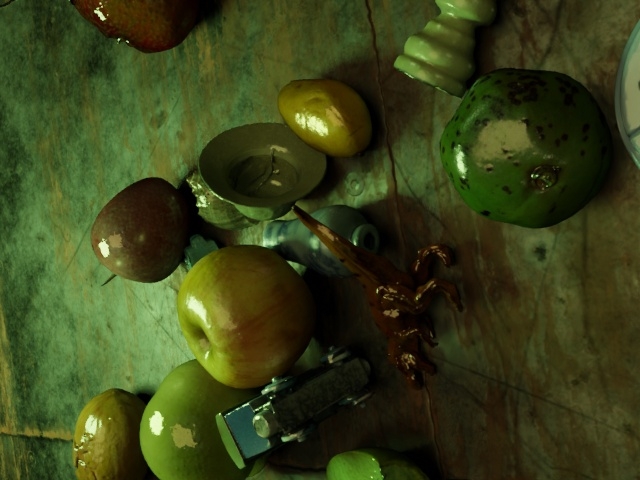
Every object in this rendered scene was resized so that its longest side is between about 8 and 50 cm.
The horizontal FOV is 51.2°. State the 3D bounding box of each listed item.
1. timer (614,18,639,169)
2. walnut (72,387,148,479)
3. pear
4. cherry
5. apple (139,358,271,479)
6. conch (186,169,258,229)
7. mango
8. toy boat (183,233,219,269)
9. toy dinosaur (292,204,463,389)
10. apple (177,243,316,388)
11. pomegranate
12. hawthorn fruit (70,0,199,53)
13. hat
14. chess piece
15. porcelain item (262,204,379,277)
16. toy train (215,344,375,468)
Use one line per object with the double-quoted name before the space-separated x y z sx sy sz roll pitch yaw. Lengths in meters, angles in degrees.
"timer" 0.572 -0.214 0.847 0.395 0.173 0.394 5 98 36
"walnut" -0.531 0.530 1.705 0.203 0.203 0.297 -2 86 36
"pear" 0.115 0.516 1.280 0.239 0.139 0.287 -11 92 51
"cherry" -0.415 -0.006 1.547 0.213 0.236 0.285 34 82 -10
"apple" -0.231 0.396 1.421 0.254 0.292 0.291 14 103 22
"conch" -0.210 -0.094 1.491 0.207 0.130 0.155 20 142 11
"mango" 0.005 -0.247 1.298 0.227 0.109 0.147 34 137 28
"toy boat" -0.245 0.092 1.539 0.215 0.088 0.102 58 157 17
"toy dinosaur" 0.142 0.073 1.196 0.208 0.097 0.432 -24 106 15
"apple" -0.143 0.144 1.309 0.286 0.233 0.286 36 143 34
"pomegranate" 0.307 -0.144 1.017 0.254 0.270 0.254 -1 111 -1
"hawthorn fruit" -0.381 -0.598 1.466 0.285 0.285 0.368 21 84 33
"hat" -0.116 -0.115 1.365 0.257 0.257 0.130 38 147 27
"chess piece" 0.233 -0.373 1.115 0.133 0.133 0.243 35 109 28
"porcelain item" 0.000 0.000 1.314 0.259 0.141 0.141 3 96 45
"toy train" -0.040 0.305 1.270 0.202 0.300 0.131 -36 75 41
